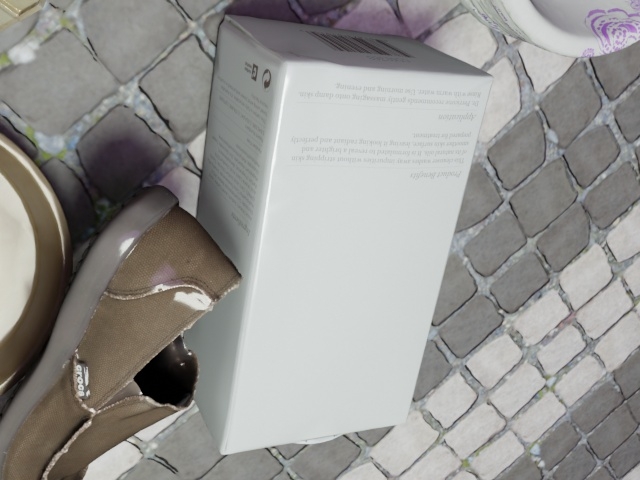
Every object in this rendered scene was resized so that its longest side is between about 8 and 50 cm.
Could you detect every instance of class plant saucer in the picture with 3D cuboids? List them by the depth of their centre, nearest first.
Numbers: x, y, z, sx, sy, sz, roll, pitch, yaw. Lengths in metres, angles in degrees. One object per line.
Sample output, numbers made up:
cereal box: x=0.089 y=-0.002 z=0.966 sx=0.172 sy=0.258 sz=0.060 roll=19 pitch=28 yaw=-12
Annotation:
plant saucer: x=-0.343 y=0.023 z=0.666 sx=0.278 sy=0.041 sz=0.278 roll=-8 pitch=106 yaw=-27

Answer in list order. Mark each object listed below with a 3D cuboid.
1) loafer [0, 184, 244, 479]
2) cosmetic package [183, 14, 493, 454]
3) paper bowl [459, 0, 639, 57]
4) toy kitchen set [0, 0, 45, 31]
loafer: x=-0.182 y=0.128 z=0.727 sx=0.130 sy=0.134 sz=0.366 roll=33 pitch=120 yaw=2
cosmetic package: x=0.000 y=0.000 z=0.805 sx=0.217 sy=0.156 sz=0.385 roll=-1 pitch=117 yaw=-28
paper bowl: x=0.230 y=-0.322 z=0.758 sx=0.284 sy=0.148 sz=0.284 roll=-13 pitch=121 yaw=-23
toy kitchen set: x=-0.243 y=-0.217 z=0.627 sx=0.068 sy=0.075 sz=0.083 roll=36 pitch=55 yaw=-41
